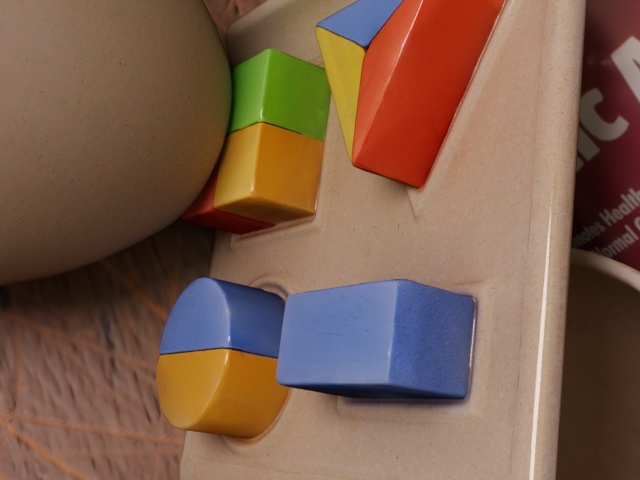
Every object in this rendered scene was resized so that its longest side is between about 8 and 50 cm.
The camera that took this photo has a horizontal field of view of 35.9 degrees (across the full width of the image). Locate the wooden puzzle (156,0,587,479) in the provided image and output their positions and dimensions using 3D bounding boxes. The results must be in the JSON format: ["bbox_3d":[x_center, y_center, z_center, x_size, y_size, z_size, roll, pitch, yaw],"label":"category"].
[{"bbox_3d":[0.000,0.000,0.547,0.080,0.322,0.348,10,77,-33],"label":"wooden puzzle"}]

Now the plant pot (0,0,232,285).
[{"bbox_3d":[-0.165,-0.092,0.587,0.191,0.284,0.284,18,74,-37],"label":"plant pot"}]

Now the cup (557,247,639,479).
[{"bbox_3d":[0.157,0.198,0.556,0.237,0.331,0.331,26,74,-31],"label":"cup"}]

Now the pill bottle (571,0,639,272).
[{"bbox_3d":[0.178,-0.121,0.647,0.224,0.224,0.392,-41,87,-14],"label":"pill bottle"}]
